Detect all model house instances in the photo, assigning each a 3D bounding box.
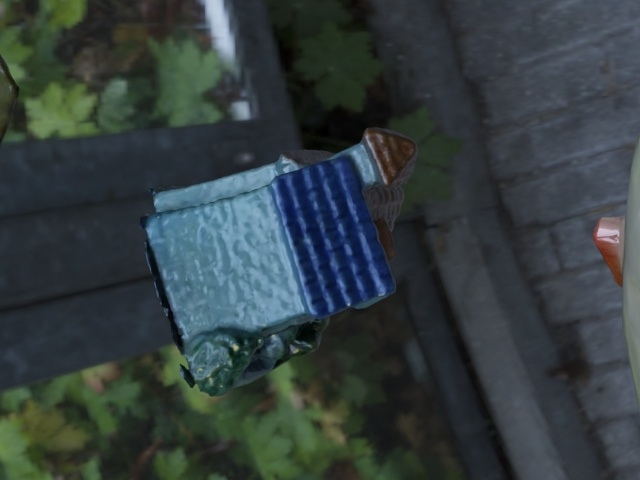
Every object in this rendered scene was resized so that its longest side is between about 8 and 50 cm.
[{"bbox_3d":[0.000,0.000,0.866,0.149,0.148,0.119,-23,85,21],"label":"model house"}]

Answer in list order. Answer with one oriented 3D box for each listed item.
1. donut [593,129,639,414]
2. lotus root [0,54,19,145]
[{"bbox_3d":[0.244,-0.018,0.429,0.142,0.383,0.382,51,126,55],"label":"donut"},{"bbox_3d":[-0.312,-0.089,0.887,0.149,0.260,0.267,10,87,59],"label":"lotus root"}]
